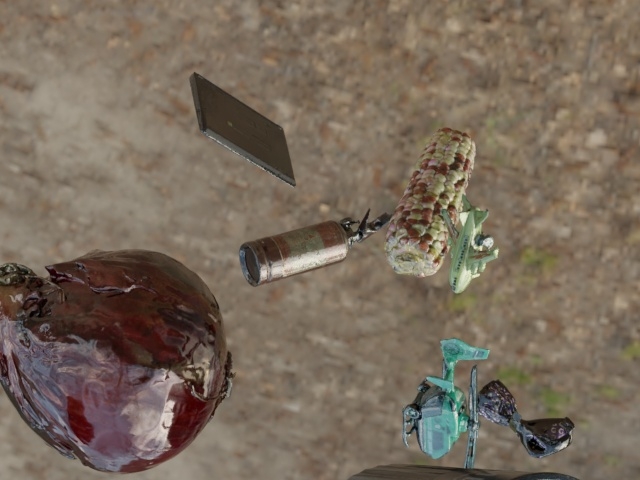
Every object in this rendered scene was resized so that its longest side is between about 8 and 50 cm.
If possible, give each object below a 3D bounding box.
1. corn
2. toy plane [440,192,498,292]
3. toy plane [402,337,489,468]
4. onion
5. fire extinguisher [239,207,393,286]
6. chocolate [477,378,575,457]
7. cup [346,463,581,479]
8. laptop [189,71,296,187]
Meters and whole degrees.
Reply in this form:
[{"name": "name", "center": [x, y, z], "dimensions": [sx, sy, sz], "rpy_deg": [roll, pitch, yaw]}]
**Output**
[{"name": "corn", "center": [0.162, -0.061, 2.108], "dimensions": [0.092, 0.280, 0.092], "rpy_deg": [14, 140, 12]}, {"name": "toy plane", "center": [0.160, 0.007, 1.601], "dimensions": [0.040, 0.102, 0.111], "rpy_deg": [-11, 122, -23]}, {"name": "toy plane", "center": [0.156, 0.204, 1.839], "dimensions": [0.096, 0.060, 0.235], "rpy_deg": [18, 134, 21]}, {"name": "onion", "center": [-0.194, 0.108, 1.492], "dimensions": [0.281, 0.281, 0.221], "rpy_deg": [20, 106, -7]}, {"name": "fire extinguisher", "center": [0.001, 0.008, 2.393], "dimensions": [0.252, 0.075, 0.106], "rpy_deg": [-14, 177, -25]}, {"name": "chocolate", "center": [0.285, 0.256, 2.096], "dimensions": [0.070, 0.072, 0.147], "rpy_deg": [17, -170, -46]}, {"name": "cup", "center": [0.113, 0.354, 1.486], "dimensions": [0.307, 0.242, 0.292], "rpy_deg": [-16, -176, -28]}, {"name": "laptop", "center": [-0.113, -0.165, 2.219], "dimensions": [0.197, 0.135, 0.016], "rpy_deg": [29, 123, -38]}]
